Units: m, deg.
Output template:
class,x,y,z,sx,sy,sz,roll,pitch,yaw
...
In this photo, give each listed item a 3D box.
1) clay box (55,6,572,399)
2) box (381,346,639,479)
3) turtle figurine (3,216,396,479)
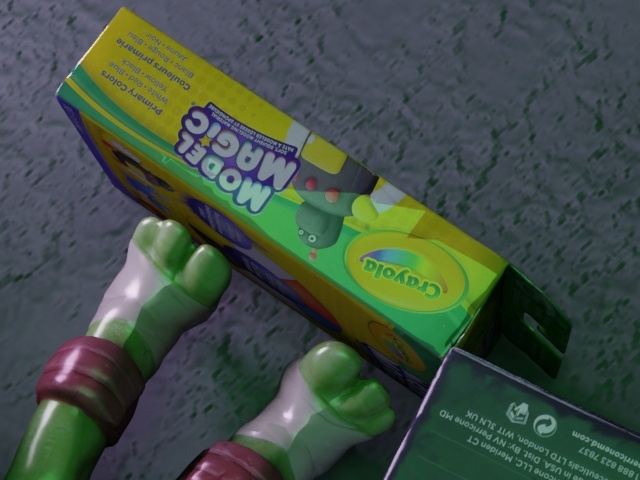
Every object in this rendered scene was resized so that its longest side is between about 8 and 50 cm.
class,x,y,z,sx,sy,sz,roll,pitch,yaw
clay box,0.000,0.000,0.745,0.222,0.127,0.053,35,80,13
box,0.057,0.142,0.685,0.093,0.156,0.158,25,78,11
turtle figurine,-0.094,0.105,0.664,0.198,0.274,0.266,17,52,34
